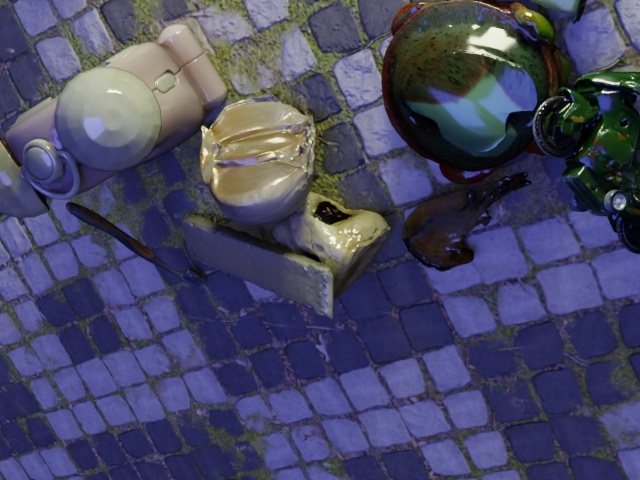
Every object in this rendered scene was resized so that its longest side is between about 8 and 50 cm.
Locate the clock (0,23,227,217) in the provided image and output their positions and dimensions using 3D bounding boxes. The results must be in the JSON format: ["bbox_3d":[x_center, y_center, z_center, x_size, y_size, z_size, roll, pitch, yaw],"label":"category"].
[{"bbox_3d":[-0.342,-0.177,1.368,0.342,0.326,0.184,-28,101,32],"label":"clock"}]

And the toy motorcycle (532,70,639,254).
[{"bbox_3d":[0.399,-0.114,1.158,0.274,0.187,0.125,46,167,-19],"label":"toy motorcycle"}]

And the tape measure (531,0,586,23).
[{"bbox_3d":[0.267,-0.378,1.124,0.177,0.087,0.154,23,121,17],"label":"tape measure"}]

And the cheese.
[{"bbox_3d":[-0.111,0.032,1.435,0.400,0.034,0.085,20,124,47],"label":"cheese"}]

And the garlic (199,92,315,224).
[{"bbox_3d":[-0.086,-0.106,1.364,0.178,0.229,0.142,-8,136,7],"label":"garlic"}]

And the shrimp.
[{"bbox_3d":[0.231,-0.034,1.324,0.117,0.066,0.262,46,140,-18],"label":"shrimp"}]

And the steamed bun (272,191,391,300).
[{"bbox_3d":[0.000,0.000,1.407,0.155,0.141,0.172,43,129,13],"label":"steamed bun"}]

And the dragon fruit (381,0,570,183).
[{"bbox_3d":[0.211,-0.208,1.215,0.295,0.130,0.268,33,118,8],"label":"dragon fruit"}]

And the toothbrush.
[{"bbox_3d":[-0.310,0.012,1.513,0.031,0.023,0.321,-29,139,25],"label":"toothbrush"}]
